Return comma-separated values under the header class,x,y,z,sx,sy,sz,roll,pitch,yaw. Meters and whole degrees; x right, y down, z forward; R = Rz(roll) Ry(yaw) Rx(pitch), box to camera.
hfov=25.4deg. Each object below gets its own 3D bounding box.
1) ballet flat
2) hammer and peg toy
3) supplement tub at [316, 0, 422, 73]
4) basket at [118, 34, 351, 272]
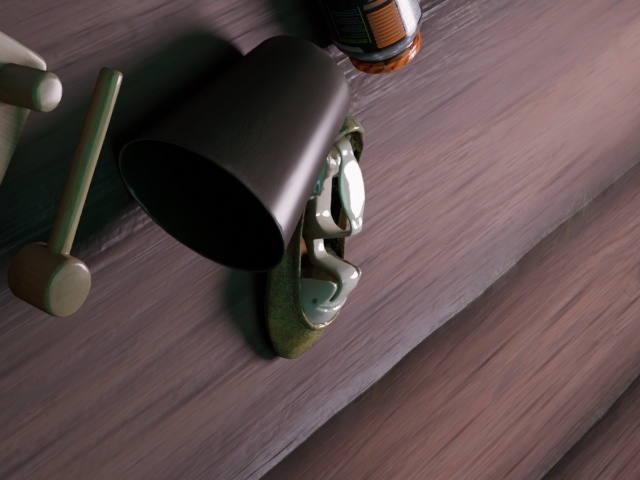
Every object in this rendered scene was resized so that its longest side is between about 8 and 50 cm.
class,x,y,z,sx,sy,sz,roll,pitch,yaw
ballet flat,0.000,0.000,1.730,0.123,0.123,0.349,-22,122,-48
hammer and peg toy,-0.332,-0.076,1.227,0.361,0.127,0.266,29,79,-55
supplement tub,0.051,-0.294,1.665,0.117,0.117,0.190,-53,142,-26
basket,-0.074,-0.108,1.541,0.227,0.204,0.154,-55,177,-37
